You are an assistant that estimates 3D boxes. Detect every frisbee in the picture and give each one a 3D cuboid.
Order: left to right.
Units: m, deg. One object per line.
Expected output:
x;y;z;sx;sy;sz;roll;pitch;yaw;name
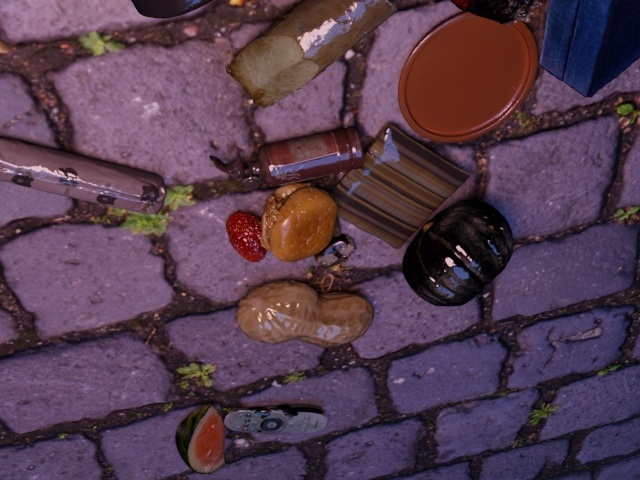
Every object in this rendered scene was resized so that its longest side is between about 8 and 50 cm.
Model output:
0.250;-0.275;1.179;0.250;0.021;0.251;-9;132;-10;frisbee

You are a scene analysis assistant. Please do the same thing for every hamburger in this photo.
-0.038;-0.033;1.215;0.147;0.083;0.138;-18;125;-40;hamburger

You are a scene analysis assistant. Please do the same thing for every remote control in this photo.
-0.105;0.429;1.676;0.256;0.045;0.097;6;127;-18;remote control

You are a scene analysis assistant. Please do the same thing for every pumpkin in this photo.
0.260;0.024;1.318;0.162;0.220;0.220;41;115;-1;pumpkin

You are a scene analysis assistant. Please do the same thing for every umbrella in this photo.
-0.409;-0.106;1.088;0.337;0.073;0.067;13;106;-26;umbrella

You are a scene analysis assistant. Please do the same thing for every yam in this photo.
-0.019;-0.296;1.026;0.259;0.106;0.106;-36;131;13;yam

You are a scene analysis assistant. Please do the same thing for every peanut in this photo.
-0.024;0.148;1.402;0.298;0.120;0.136;9;132;-27;peanut

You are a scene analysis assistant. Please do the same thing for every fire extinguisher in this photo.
-0.057;-0.146;1.163;0.252;0.075;0.106;-12;128;-5;fire extinguisher

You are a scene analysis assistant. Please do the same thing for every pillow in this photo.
0.135;-0.092;1.282;0.208;0.052;0.212;26;119;-30;pillow

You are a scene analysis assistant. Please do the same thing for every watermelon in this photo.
-0.283;0.482;1.663;0.119;0.063;0.245;-22;131;-23;watermelon

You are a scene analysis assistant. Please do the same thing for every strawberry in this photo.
-0.129;-0.010;1.261;0.096;0.083;0.083;41;114;-3;strawberry

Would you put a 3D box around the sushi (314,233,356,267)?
0.027;0.022;1.354;0.083;0.044;0.046;-37;132;13;sushi

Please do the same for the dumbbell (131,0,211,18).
-0.204;-0.400;0.837;0.152;0.152;0.218;-22;133;3;dumbbell

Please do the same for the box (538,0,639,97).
0.457;-0.388;0.985;0.279;0.116;0.261;-38;151;-10;box

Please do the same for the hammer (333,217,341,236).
0.000;0.000;1.341;0.019;0.036;0.110;23;129;-32;hammer

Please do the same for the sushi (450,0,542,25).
0.271;-0.426;0.976;0.126;0.136;0.225;5;124;-29;sushi
